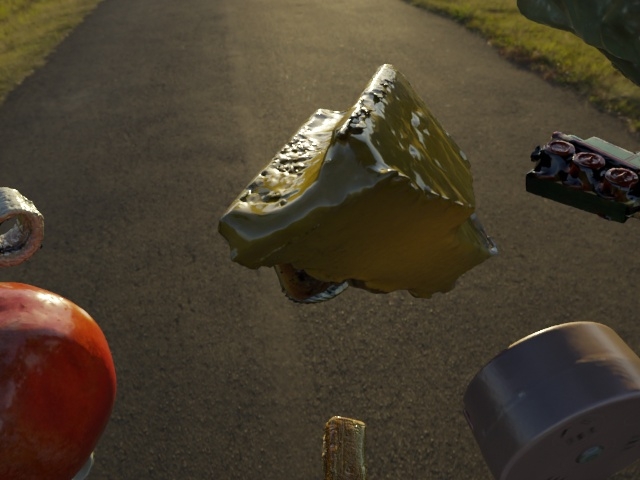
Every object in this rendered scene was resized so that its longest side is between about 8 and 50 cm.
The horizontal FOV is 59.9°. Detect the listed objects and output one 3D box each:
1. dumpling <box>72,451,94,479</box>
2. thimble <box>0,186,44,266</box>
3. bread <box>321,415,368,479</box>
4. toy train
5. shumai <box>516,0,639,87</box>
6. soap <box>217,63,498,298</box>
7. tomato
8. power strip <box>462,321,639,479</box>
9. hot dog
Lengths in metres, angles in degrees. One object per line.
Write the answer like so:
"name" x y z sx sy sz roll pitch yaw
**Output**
"dumpling" -0.568 0.429 1.060 0.247 0.142 0.172 8 54 1
"thimble" -0.538 -0.023 0.950 0.090 0.102 0.115 36 86 36
"bread" 0.040 0.347 0.885 0.074 0.053 0.132 10 41 -9
"toy train" 0.285 -0.029 0.450 0.085 0.053 0.250 -28 42 -24
"shumai" 0.231 -0.202 0.369 0.263 0.309 0.304 26 62 23
"soap" 0.082 0.003 0.578 0.169 0.304 0.338 -33 15 27
"tomato" -0.475 0.225 0.809 0.293 0.289 0.325 -8 45 12
"power strip" 0.202 0.142 0.458 0.154 0.154 0.078 -12 41 -7
"hot dog" 0.000 0.000 0.834 0.163 0.270 0.082 -22 51 -13
